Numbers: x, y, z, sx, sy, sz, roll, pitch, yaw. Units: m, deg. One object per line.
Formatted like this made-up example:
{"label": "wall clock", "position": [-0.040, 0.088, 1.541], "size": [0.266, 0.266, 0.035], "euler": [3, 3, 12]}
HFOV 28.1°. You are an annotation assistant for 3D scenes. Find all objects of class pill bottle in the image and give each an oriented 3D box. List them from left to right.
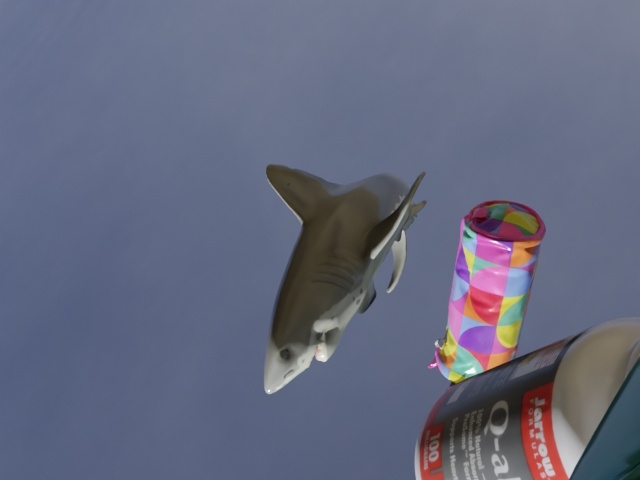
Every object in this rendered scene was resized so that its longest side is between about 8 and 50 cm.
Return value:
{"label": "pill bottle", "position": [0.264, 0.192, 1.214], "size": [0.363, 0.210, 0.210], "euler": [-36, -149, 56]}

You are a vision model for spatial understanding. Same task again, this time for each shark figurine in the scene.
{"label": "shark figurine", "position": [0.014, -0.021, 0.933], "size": [0.166, 0.116, 0.278], "euler": [-64, 173, 24]}

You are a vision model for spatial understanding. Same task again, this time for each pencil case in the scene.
{"label": "pencil case", "position": [0.195, 0.069, 1.511], "size": [0.104, 0.236, 0.104], "euler": [7, -150, -4]}

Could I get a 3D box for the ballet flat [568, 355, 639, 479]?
{"label": "ballet flat", "position": [0.163, 0.177, 0.632], "size": [0.483, 0.182, 0.164], "euler": [-43, 175, -24]}
